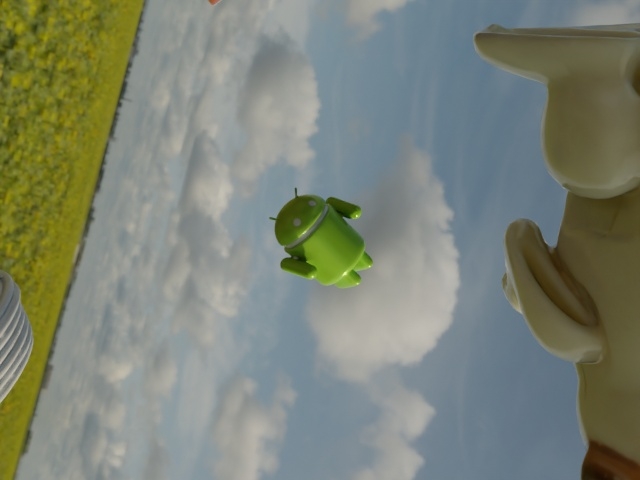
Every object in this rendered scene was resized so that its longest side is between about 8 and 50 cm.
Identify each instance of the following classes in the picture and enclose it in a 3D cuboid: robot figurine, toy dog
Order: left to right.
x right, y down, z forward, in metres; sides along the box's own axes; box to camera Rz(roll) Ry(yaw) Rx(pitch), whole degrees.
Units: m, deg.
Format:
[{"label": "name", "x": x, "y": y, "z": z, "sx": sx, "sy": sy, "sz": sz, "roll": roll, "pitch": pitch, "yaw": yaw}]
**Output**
[{"label": "robot figurine", "x": 0.000, "y": 0.000, "z": 0.876, "sx": 0.101, "sy": 0.115, "sz": 0.067, "roll": -53, "pitch": -163, "yaw": -23}, {"label": "toy dog", "x": 0.313, "y": 0.043, "z": 0.647, "sx": 0.395, "sy": 0.284, "sz": 0.408, "roll": 28, "pitch": -54, "yaw": 57}]

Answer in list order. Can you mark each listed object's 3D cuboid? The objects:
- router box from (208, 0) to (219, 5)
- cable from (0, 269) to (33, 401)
[{"label": "router box", "x": -0.032, "y": -0.449, "z": 1.061, "sx": 0.335, "sy": 0.082, "sz": 0.301, "roll": -44, "pitch": -163, "yaw": 0}, {"label": "cable", "x": -0.359, "y": 0.115, "z": 0.695, "sx": 0.257, "sy": 0.089, "sz": 0.257, "roll": -4, "pitch": -150, "yaw": 42}]
